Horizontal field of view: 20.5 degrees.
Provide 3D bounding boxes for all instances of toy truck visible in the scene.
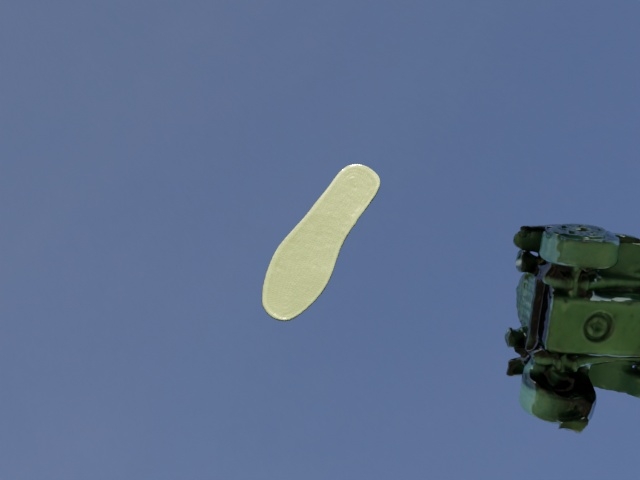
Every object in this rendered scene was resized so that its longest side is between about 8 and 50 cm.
[{"bbox_3d":[0.149,0.030,0.731,0.154,0.078,0.080,2,-74,-14],"label":"toy truck"}]

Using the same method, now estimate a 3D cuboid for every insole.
[{"bbox_3d":[0.000,0.000,1.414,0.053,0.002,0.153,28,-111,19],"label":"insole"}]
